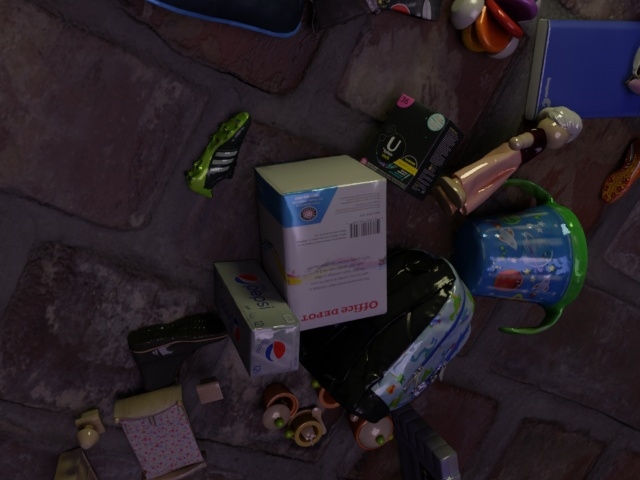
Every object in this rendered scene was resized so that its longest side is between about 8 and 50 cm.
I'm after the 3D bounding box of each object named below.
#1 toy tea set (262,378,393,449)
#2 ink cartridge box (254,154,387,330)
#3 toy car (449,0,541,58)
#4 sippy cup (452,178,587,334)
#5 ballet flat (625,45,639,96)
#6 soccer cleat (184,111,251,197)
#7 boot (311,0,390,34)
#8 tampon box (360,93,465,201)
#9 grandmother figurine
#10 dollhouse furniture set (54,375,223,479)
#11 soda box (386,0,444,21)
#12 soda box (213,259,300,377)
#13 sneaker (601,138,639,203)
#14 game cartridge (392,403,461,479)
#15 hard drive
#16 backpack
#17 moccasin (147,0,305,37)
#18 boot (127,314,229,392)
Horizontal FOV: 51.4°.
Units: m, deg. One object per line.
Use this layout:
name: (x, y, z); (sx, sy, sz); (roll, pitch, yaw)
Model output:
toy tea set: (0.031, 0.395, 1.499); (0.336, 0.124, 0.200); (-7, 113, -19)
ink cartridge box: (0.000, 0.000, 1.267); (0.198, 0.197, 0.270); (-9, 113, -17)
toy car: (0.356, -0.447, 1.286); (0.159, 0.136, 0.182); (28, 98, -28)
sippy cup: (0.421, 0.035, 1.462); (0.224, 0.305, 0.240); (0, 137, -13)
ballet flat: (0.739, -0.422, 1.446); (0.079, 0.077, 0.222); (26, 100, -9)
soccer cleat: (-0.179, -0.159, 1.238); (0.072, 0.060, 0.179); (32, 103, -38)
boot: (0.061, -0.500, 1.134); (0.263, 0.091, 0.229); (-20, 114, 25)
tampon box: (0.182, -0.183, 1.315); (0.161, 0.120, 0.101); (-59, 150, 8)
grandmother figurine: (0.396, -0.171, 1.386); (0.342, 0.208, 0.104); (-31, 93, -9)
dollhouse furniture set: (-0.333, 0.481, 1.328); (0.355, 0.174, 0.303); (-16, 116, -4)
soda box: (0.147, -0.459, 1.246); (0.168, 0.053, 0.060); (7, 108, -23)
soda box: (-0.125, 0.135, 1.240); (0.091, 0.286, 0.098); (-5, 113, -21)
sneaker: (0.747, -0.159, 1.601); (0.067, 0.064, 0.175); (29, 101, -38)
game cartridge: (0.264, 0.596, 1.612); (0.068, 0.230, 0.355); (-18, 115, -14)
hard drive: (0.610, -0.377, 1.470); (0.318, 0.040, 0.210); (-6, 113, -20)
backpack: (0.154, 0.182, 1.398); (0.273, 0.290, 0.356); (35, 88, -38)
moccasin: (-0.182, -0.433, 1.091); (0.342, 0.138, 0.117); (1, 125, -35)
boot: (-0.277, 0.232, 1.349); (0.197, 0.077, 0.137); (-7, 118, -5)
